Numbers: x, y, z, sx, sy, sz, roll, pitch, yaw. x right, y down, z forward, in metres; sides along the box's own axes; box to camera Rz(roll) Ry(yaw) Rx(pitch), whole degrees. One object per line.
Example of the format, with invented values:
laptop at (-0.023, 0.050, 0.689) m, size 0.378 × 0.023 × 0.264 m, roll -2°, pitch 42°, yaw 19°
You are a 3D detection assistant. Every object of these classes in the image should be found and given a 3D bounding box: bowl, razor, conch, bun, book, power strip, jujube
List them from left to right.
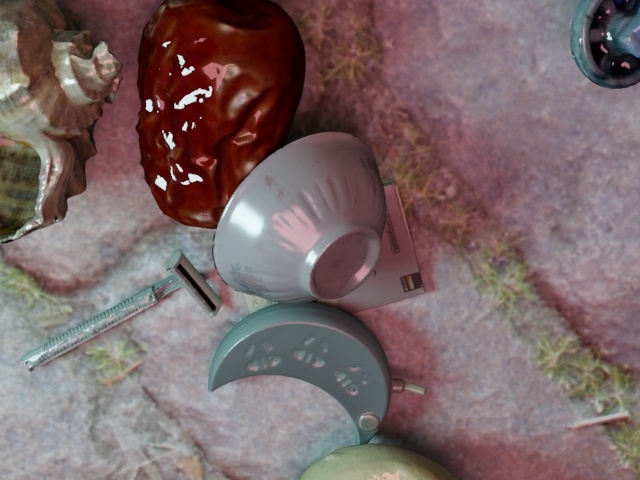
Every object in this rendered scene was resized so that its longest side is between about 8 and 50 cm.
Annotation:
conch at (-0.280, -0.122, 1.439) m, size 0.291 × 0.159 × 0.210 m, roll -8°, pitch 111°, yaw 43°
razor at (-0.211, 0.079, 1.583) m, size 0.211 × 0.036 × 0.084 m, roll -24°, pitch 130°, yaw 14°
jujube at (-0.095, -0.120, 1.442) m, size 0.155 × 0.155 × 0.230 m, roll 5°, pitch 115°, yaw -3°
bowl at (0.000, 0.000, 1.454) m, size 0.189 × 0.086 × 0.189 m, roll -24°, pitch 139°, yaw -23°
power strip at (0.002, 0.134, 1.590) m, size 0.216 × 0.044 × 0.137 m, roll 21°, pitch 116°, yaw -10°
book at (0.005, 0.021, 1.569) m, size 0.181 × 0.014 × 0.127 m, roll -15°, pitch 112°, yaw 5°
bun at (0.066, 0.312, 1.621) m, size 0.229 × 0.145 × 0.229 m, roll 1°, pitch 100°, yaw 6°

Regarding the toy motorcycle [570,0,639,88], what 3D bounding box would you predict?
toy motorcycle at (0.299, -0.308, 1.354) m, size 0.241 × 0.182 × 0.319 m, roll -16°, pitch 110°, yaw 5°
